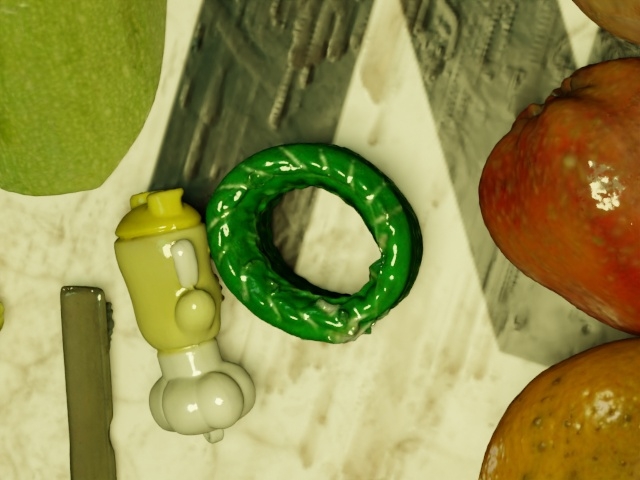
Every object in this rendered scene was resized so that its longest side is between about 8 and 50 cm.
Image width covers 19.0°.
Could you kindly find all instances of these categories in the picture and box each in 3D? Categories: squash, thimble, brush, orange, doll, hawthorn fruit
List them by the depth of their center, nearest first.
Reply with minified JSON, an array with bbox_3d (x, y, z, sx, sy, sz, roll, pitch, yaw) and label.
[{"bbox_3d":[0.199,0.168,1.073,0.240,0.171,0.240,10,132,12],"label":"orange"},{"bbox_3d":[0.192,-0.004,1.102,0.162,0.162,0.203,-41,92,10],"label":"hawthorn fruit"},{"bbox_3d":[0.000,0.000,1.169,0.118,0.090,0.130,-32,87,10],"label":"thimble"},{"bbox_3d":[-0.086,0.048,1.190,0.062,0.106,0.162,-14,96,-19],"label":"doll"},{"bbox_3d":[-0.190,-0.185,1.232,0.189,0.189,0.260,-4,128,11],"label":"squash"},{"bbox_3d":[-0.147,0.121,1.239,0.034,0.027,0.190,1,100,15],"label":"brush"}]

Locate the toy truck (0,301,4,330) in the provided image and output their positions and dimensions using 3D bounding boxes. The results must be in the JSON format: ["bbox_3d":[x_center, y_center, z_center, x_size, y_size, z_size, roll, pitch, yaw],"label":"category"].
[{"bbox_3d":[-0.333,0.078,1.223,0.272,0.124,0.157,-24,103,14],"label":"toy truck"}]

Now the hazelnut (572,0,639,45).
[{"bbox_3d":[0.217,-0.204,1.067,0.214,0.176,0.214,4,97,32],"label":"hazelnut"}]
